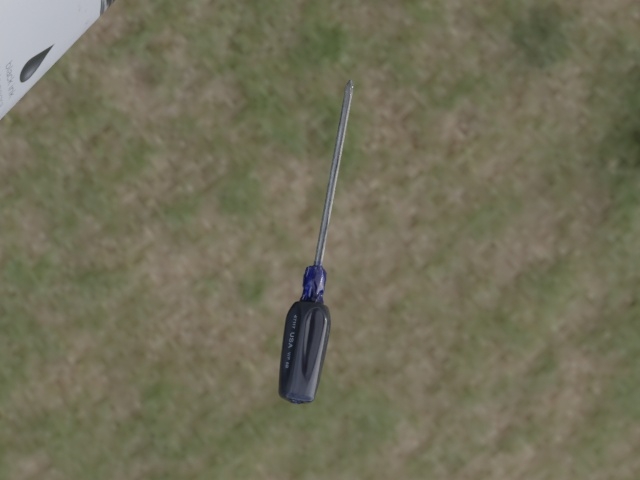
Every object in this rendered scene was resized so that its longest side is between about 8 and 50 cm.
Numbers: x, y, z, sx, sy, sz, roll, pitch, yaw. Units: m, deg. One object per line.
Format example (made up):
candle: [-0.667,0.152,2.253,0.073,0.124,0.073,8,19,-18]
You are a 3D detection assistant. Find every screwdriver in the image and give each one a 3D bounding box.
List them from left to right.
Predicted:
screwdriver: [0.000,0.000,0.936,0.024,0.169,0.025,13,164,-16]

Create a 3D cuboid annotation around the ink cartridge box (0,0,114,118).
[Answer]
ink cartridge box: [-0.240,-0.273,1.335,0.395,0.166,0.285,-51,162,-28]
